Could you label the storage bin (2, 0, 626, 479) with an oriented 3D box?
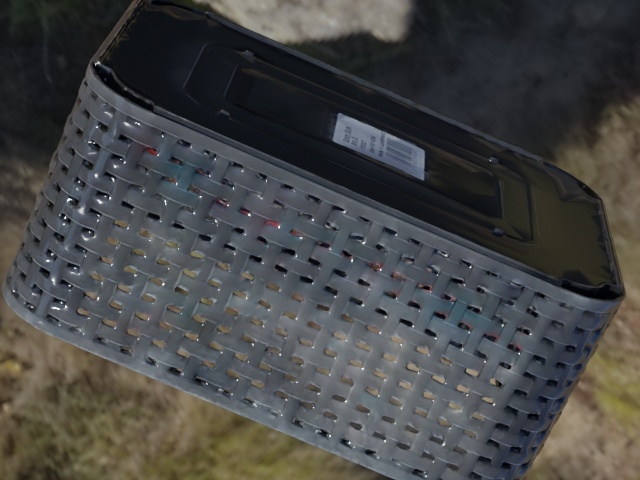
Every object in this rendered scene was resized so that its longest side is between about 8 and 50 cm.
[{"bbox_3d":[0.000,0.000,0.589,0.180,0.122,0.084,22,111,-4],"label":"storage bin"}]
